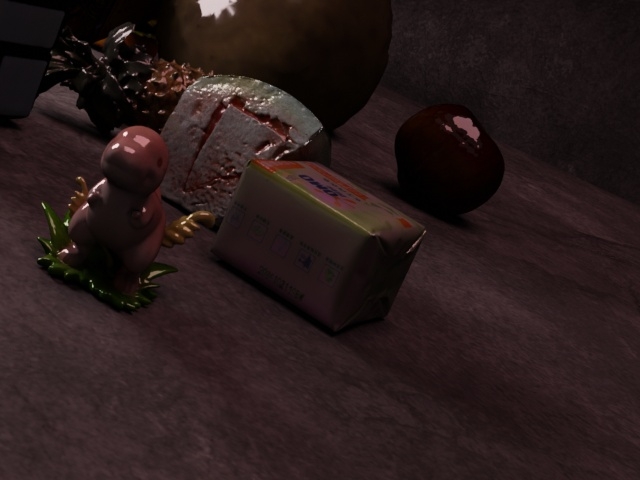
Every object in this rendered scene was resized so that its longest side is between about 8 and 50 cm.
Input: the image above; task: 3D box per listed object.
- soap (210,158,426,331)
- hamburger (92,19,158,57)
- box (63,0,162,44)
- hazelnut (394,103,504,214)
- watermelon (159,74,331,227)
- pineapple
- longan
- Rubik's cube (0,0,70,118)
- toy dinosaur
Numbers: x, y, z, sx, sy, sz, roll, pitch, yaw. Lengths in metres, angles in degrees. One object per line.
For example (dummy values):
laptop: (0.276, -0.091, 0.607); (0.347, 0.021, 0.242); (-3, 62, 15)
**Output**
soap: (0.000, 0.000, 1.370); (0.199, 0.138, 0.182); (32, 17, 21)
hamburger: (-0.426, -0.514, 2.278); (0.291, 0.225, 0.291); (28, 14, -8)
box: (-0.337, -0.491, 1.965); (0.116, 0.264, 0.415); (50, 46, 7)
hazelnut: (0.252, -0.153, 2.231); (0.229, 0.229, 0.229); (24, 15, -7)
watermelon: (-0.111, -0.083, 1.537); (0.213, 0.201, 0.261); (30, -28, 20)
pineapple: (-0.280, -0.231, 1.653); (0.310, 0.170, 0.141); (20, 4, -20)
longan: (-0.071, -0.373, 2.000); (0.404, 0.436, 0.404); (39, -19, 17)
Rubik's cube: (-0.508, -0.334, 1.398); (0.288, 0.283, 0.293); (34, 20, 25)
toy dinosaur: (-0.203, -0.042, 1.100); (0.152, 0.177, 0.194); (30, 13, 12)
